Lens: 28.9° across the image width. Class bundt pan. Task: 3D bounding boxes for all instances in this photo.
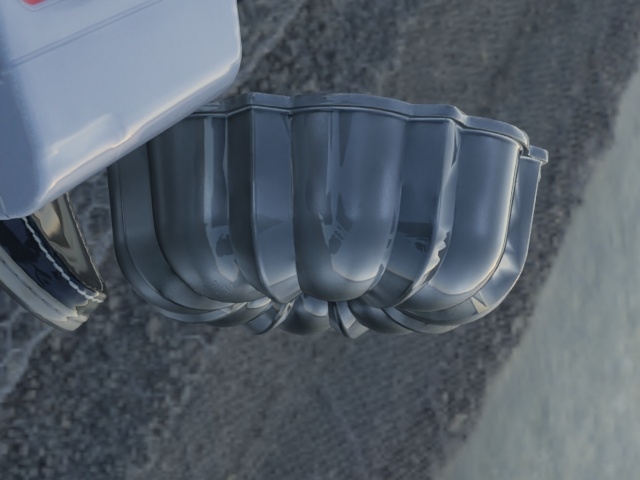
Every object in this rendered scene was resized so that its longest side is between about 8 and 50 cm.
[{"bbox_3d":[0.000,0.000,0.907,0.331,0.331,0.124,14,73,-50],"label":"bundt pan"}]

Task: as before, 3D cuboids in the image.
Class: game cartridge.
[{"bbox_3d":[-0.118,-0.179,0.522,0.196,0.060,0.294,-49,129,-59],"label":"game cartridge"}]

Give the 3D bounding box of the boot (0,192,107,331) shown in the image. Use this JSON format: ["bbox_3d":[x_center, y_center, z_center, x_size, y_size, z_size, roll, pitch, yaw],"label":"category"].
[{"bbox_3d":[-0.194,-0.148,0.995,0.377,0.284,0.138,60,3,16],"label":"boot"}]
